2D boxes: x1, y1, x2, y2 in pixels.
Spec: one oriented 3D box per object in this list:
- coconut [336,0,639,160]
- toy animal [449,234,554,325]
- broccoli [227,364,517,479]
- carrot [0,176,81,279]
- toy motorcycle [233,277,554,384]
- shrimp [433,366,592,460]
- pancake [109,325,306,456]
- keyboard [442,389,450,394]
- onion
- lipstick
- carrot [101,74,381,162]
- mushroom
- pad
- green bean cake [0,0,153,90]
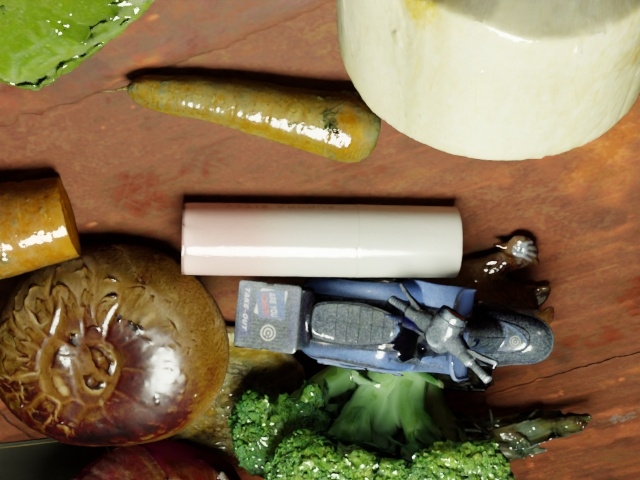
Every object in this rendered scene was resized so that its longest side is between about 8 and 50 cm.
[{"bbox_3d":[0.155,-0.229,1.100,0.323,0.323,0.323,-2,142,-2],"label":"coconut"},{"bbox_3d":[0.248,0.078,1.660,0.188,0.089,0.179,30,122,-19],"label":"toy animal"},{"bbox_3d":[0.078,0.306,1.676,0.413,0.310,0.321,4,129,40],"label":"broccoli"},{"bbox_3d":[-0.431,-0.005,1.470,0.302,0.139,0.139,-14,141,2],"label":"carrot"},{"bbox_3d":[0.094,0.106,1.550,0.358,0.125,0.212,4,180,20],"label":"toy motorcycle"},{"bbox_3d":[0.175,0.246,1.859,0.445,0.085,0.272,-1,132,-5],"label":"shrimp"},{"bbox_3d":[-0.181,0.219,1.824,0.356,0.065,0.356,-2,143,-1],"label":"pancake"},{"bbox_3d":[0.128,0.174,1.831,0.063,0.010,0.198,-32,134,33],"label":"keyboard"},{"bbox_3d":[-0.266,0.431,1.861,0.385,0.348,0.348,17,163,47],"label":"onion"},{"bbox_3d":[0.000,0.000,1.535,0.327,0.087,0.087,0,142,-5],"label":"lipstick"},{"bbox_3d":[-0.083,-0.140,1.372,0.298,0.078,0.078,9,141,-9],"label":"carrot"},{"bbox_3d":[-0.258,0.140,1.578,0.297,0.163,0.278,-11,115,13],"label":"mushroom"},{"bbox_3d":[-0.378,0.430,2.079,0.315,0.063,0.375,-9,142,6],"label":"pad"},{"bbox_3d":[-0.275,-0.248,1.175,0.214,0.113,0.200,-33,133,31],"label":"green bean cake"}]
